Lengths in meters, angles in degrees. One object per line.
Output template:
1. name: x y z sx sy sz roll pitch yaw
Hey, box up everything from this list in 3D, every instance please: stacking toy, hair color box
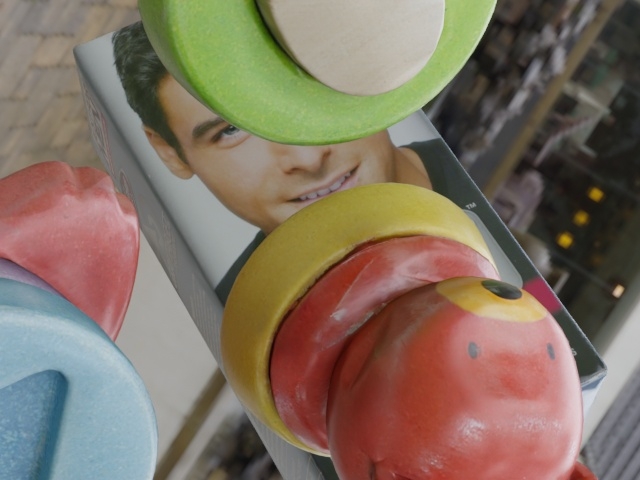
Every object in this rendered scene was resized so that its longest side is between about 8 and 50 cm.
1. stacking toy: -0.040 0.001 0.446 0.130 0.309 0.279 -129 -142 -52
2. hair color box: 0.000 0.000 0.911 0.185 0.374 0.113 -25 153 -15
